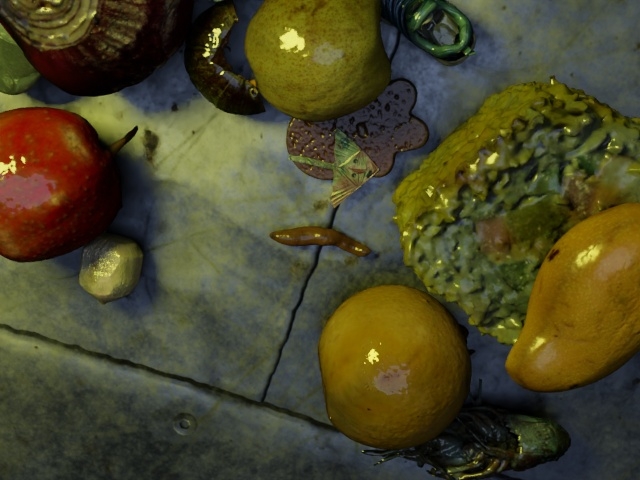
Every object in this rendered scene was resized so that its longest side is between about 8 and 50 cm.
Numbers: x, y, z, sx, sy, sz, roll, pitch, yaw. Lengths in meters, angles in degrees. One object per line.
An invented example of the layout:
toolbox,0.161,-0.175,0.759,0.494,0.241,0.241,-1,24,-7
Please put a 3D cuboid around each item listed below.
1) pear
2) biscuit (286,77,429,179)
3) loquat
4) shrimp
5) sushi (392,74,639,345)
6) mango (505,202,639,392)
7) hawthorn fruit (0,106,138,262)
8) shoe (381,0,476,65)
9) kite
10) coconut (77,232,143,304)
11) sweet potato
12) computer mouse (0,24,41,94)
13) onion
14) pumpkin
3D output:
pear,-0.006,-0.295,1.052,0.211,0.188,0.229,-8,78,6
biscuit,0.057,-0.184,1.168,0.236,0.039,0.180,-15,106,7
loquat,0.127,0.203,1.160,0.274,0.275,0.275,0,105,2
shrimp,0.263,0.345,1.266,0.372,0.137,0.172,3,69,-6
sushi,0.339,-0.043,1.097,0.351,0.240,0.396,44,105,-10
mango,0.368,0.081,0.949,0.177,0.120,0.295,27,111,-11
hawthorn fruit,-0.427,-0.110,1.122,0.300,0.254,0.254,-37,102,-14
shoe,0.158,-0.354,1.087,0.207,0.106,0.091,38,101,-2
kite,0.022,-0.120,1.171,0.152,0.005,0.137,3,107,4
coconut,-0.368,0.052,1.212,0.110,0.110,0.125,15,98,-2
sweet potato,0.000,-0.003,1.217,0.179,0.044,0.044,7,105,-6
computer mouse,-0.562,-0.355,1.099,0.379,0.090,0.167,27,141,18
onion,-0.323,-0.389,0.999,0.260,0.282,0.337,-20,104,11
pumpkin,-0.159,-0.278,1.108,0.107,0.119,0.184,-19,100,-5
